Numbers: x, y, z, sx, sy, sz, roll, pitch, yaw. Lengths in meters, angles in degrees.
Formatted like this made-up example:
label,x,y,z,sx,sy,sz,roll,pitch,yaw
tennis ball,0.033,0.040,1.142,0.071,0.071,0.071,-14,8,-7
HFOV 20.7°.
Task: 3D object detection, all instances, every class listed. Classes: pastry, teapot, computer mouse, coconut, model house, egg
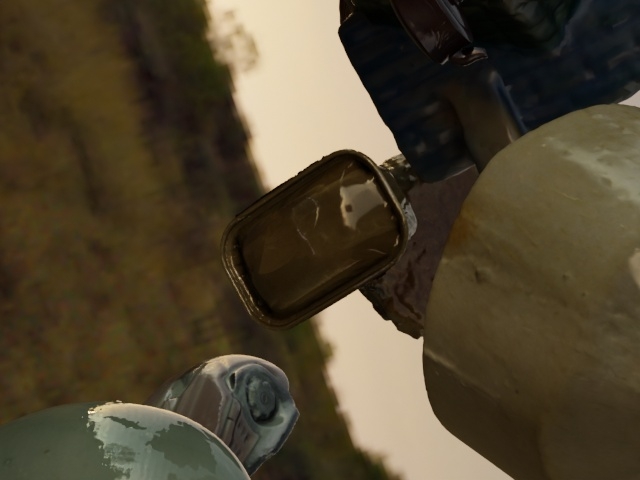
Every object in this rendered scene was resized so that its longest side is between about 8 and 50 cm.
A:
label,x,y,z,sx,sy,sz,roll,pitch,yaw
pastry,0.114,0.002,1.988,0.100,0.229,0.218,-140,-116,-66
teapot,0.075,-0.157,1.167,0.100,0.045,0.068,53,14,-15
computer mouse,-0.165,0.243,2.107,0.115,0.199,0.389,61,35,-17
coconut,0.227,0.059,1.274,0.323,0.323,0.323,161,-90,-87
model house,0.171,-0.288,1.497,0.445,0.395,0.400,35,37,-66
egg,-0.214,0.252,1.416,0.230,0.371,0.230,33,48,-46

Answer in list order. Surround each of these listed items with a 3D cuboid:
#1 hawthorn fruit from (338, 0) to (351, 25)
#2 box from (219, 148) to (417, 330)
label,x,y,z,sx,sy,sz,roll,pitch,yaw
hawthorn fruit,0.121,-0.303,2.217,0.208,0.248,0.208,41,-1,1
box,0.000,0.000,1.459,0.111,0.177,0.111,35,36,-31
